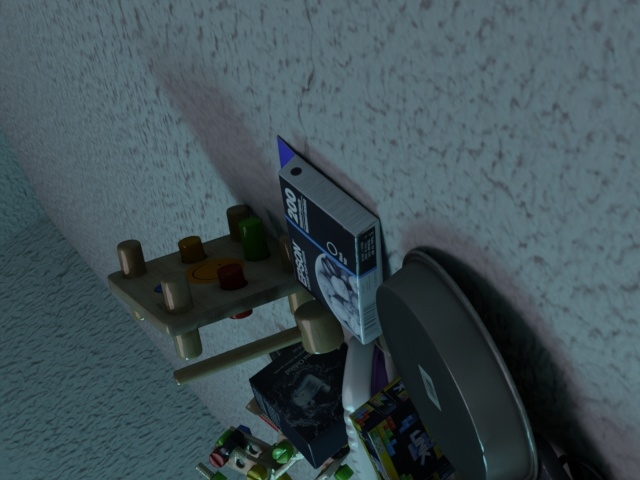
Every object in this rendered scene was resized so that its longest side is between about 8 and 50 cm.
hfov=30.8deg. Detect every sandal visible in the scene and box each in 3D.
[{"bbox_3d":[0.301,0.294,1.299,0.254,0.054,0.097,50,174,-25],"label":"sandal"},{"bbox_3d":[0.109,0.278,1.670,0.102,0.169,0.416,2,151,15],"label":"sandal"}]

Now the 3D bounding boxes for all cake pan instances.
[{"bbox_3d":[0.144,0.153,1.305,0.293,0.054,0.293,61,168,21],"label":"cake pan"}]

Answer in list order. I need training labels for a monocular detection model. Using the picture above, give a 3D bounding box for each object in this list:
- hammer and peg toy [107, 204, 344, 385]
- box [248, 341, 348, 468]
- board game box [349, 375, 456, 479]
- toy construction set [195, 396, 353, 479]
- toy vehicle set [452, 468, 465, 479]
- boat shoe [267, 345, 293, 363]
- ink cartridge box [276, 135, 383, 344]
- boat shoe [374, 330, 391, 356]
[{"bbox_3d":[-0.136,0.068,1.655,0.361,0.266,0.127,28,132,58],"label":"hammer and peg toy"},{"bbox_3d":[-0.001,0.242,1.827,0.158,0.156,0.093,43,160,31],"label":"box"},{"bbox_3d":[0.127,0.250,1.508,0.048,0.141,0.170,37,157,48],"label":"board game box"},{"bbox_3d":[-0.056,0.401,2.271,0.237,0.257,0.309,40,-176,2],"label":"toy construction set"},{"bbox_3d":[0.243,0.422,1.592,0.166,0.035,0.266,-95,-18,-55],"label":"toy vehicle set"},{"bbox_3d":[-0.023,0.231,2.081,0.206,0.075,0.065,47,121,40],"label":"boat shoe"},{"bbox_3d":[0.000,0.000,1.475,0.208,0.045,0.206,42,153,36],"label":"ink cartridge box"},{"bbox_3d":[0.091,0.124,1.515,0.137,0.049,0.043,41,163,43],"label":"boat shoe"}]
